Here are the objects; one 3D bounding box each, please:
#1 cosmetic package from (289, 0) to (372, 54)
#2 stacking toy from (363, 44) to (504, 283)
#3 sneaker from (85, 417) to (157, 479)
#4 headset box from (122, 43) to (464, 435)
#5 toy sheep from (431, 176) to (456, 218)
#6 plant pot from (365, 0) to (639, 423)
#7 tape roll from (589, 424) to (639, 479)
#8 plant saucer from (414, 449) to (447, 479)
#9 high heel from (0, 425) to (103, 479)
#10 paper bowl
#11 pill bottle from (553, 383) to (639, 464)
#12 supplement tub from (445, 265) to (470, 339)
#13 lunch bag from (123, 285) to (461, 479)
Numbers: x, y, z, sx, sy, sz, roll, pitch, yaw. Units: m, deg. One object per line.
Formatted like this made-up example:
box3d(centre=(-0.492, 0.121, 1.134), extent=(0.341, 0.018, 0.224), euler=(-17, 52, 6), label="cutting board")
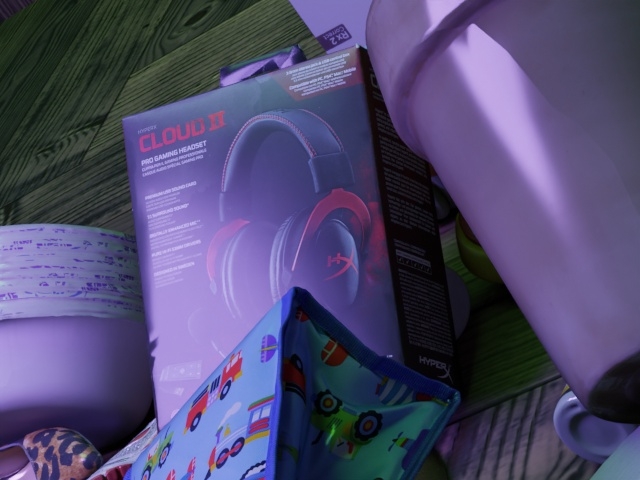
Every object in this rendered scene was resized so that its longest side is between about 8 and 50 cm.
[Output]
box3d(centre=(0.063, -0.291, 2.175), extent=(0.151, 0.184, 0.151), euler=(-27, 22, 27), label="cosmetic package")
box3d(centre=(0.175, -0.138, 1.645), extent=(0.279, 0.130, 0.309), euler=(-33, 36, -5), label="stacking toy")
box3d(centre=(-0.135, 0.201, 1.642), extent=(0.225, 0.088, 0.093), euler=(-37, 8, -8), label="sneaker")
box3d(centre=(-0.026, -0.004, 1.540), extent=(0.218, 0.110, 0.293), euler=(-14, 73, 24), label="headset box")
box3d(centre=(0.089, -0.053, 1.788), extent=(0.132, 0.091, 0.091), euler=(-58, 25, -11), label="toy sheep")
box3d(centre=(0.215, -0.048, 1.241), extent=(0.323, 0.323, 0.280), euler=(-27, 64, 26), label="plant pot")
box3d(centre=(0.240, 0.163, 1.109), extent=(0.219, 0.072, 0.219), euler=(-32, 22, 15), label="tape roll")
box3d(centre=(-0.048, 0.238, 1.454), extent=(0.310, 0.050, 0.310), euler=(-31, 23, 15), label="plant saucer")
box3d(centre=(-0.305, 0.227, 1.718), extent=(0.186, 0.093, 0.261), euler=(-8, -11, -34), label="high heel")
box3d(centre=(-0.258, 0.105, 1.789), extent=(0.284, 0.284, 0.148), euler=(-24, 62, 32), label="paper bowl")
box3d(centre=(0.203, 0.089, 1.331), extent=(0.065, 0.065, 0.116), euler=(-19, 28, 40), label="pill bottle")
box3d(centre=(0.066, 0.052, 1.620), extent=(0.071, 0.071, 0.107), euler=(-47, 24, -22), label="supplement tub")
box3d(centre=(-0.053, 0.210, 1.181), extent=(0.221, 0.138, 0.293), euler=(-49, 13, 38), label="lunch bag")
